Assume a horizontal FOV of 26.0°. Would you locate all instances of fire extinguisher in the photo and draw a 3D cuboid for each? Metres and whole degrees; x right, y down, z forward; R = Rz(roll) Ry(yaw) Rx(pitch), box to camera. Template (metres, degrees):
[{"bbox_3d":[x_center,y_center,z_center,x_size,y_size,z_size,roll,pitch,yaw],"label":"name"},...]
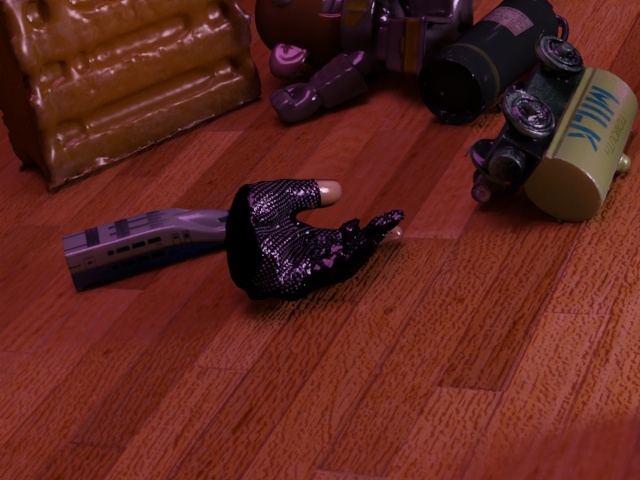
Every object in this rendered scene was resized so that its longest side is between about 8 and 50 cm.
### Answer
[{"bbox_3d":[0.234,-0.246,1.750,0.118,0.093,0.294,31,45,18],"label":"fire extinguisher"}]

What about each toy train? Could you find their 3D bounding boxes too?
[{"bbox_3d":[-0.162,-0.006,1.518,0.234,0.051,0.052,-16,33,-5],"label":"toy train"},{"bbox_3d":[0.262,-0.117,1.482,0.157,0.105,0.253,32,40,1],"label":"toy train"}]

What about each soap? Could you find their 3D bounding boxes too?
[{"bbox_3d":[-0.264,-0.265,1.782,0.335,0.293,0.156,-27,28,-23],"label":"soap"}]

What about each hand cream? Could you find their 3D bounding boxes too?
[{"bbox_3d":[0.214,-0.096,1.548,0.052,0.038,0.216,26,36,11],"label":"hand cream"}]

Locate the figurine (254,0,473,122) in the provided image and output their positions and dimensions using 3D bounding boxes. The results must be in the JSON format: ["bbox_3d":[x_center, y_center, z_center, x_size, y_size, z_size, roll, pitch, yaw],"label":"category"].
[{"bbox_3d":[0.046,-0.296,1.832,0.285,0.167,0.342,9,39,29],"label":"figurine"}]

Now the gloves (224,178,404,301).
[{"bbox_3d":[0.000,0.003,1.410,0.181,0.106,0.129,7,21,-26],"label":"gloves"}]
